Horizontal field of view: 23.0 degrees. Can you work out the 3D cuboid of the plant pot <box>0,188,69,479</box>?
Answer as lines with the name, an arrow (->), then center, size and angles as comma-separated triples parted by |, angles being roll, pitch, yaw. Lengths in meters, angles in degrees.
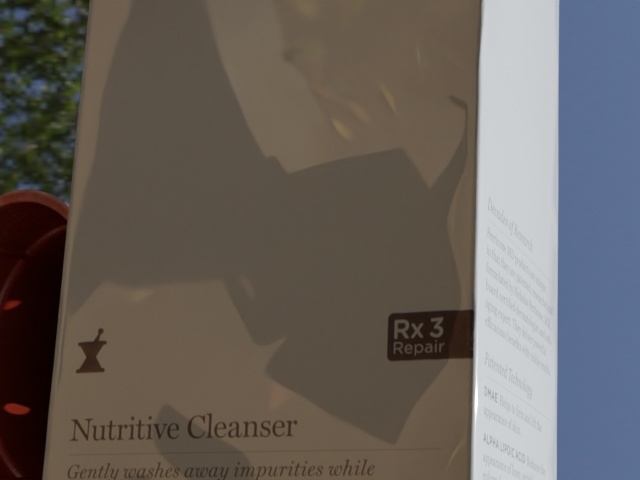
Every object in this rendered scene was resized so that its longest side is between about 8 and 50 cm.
plant pot -> -0.174, 0.109, 1.407 | 0.272, 0.265, 0.272 | -10, -105, 42

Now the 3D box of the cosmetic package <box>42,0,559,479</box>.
cosmetic package -> 0.000, 0.000, 0.774 | 0.217, 0.156, 0.385 | -6, -107, 21
